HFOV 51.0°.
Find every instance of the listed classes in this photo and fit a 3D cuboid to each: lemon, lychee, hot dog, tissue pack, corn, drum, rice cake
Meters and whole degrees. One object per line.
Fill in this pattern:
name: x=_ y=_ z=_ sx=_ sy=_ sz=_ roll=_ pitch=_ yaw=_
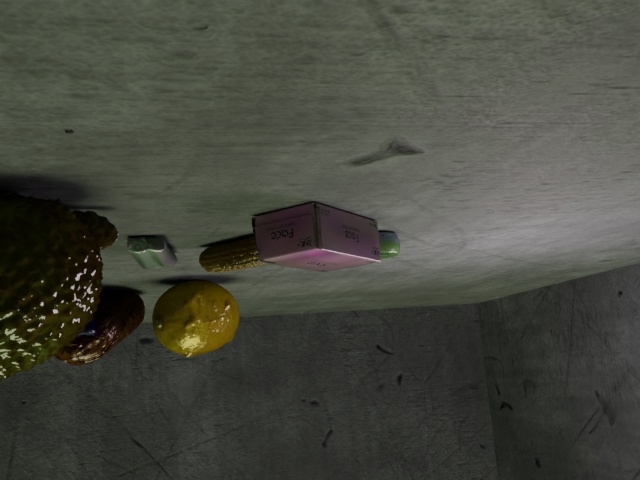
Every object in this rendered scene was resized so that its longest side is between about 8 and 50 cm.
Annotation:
lemon: x=-0.372 y=0.232 z=2.023 sx=0.288 sy=0.233 sz=0.233 roll=3 pitch=167 yaw=-44
lychee: x=-0.453 y=0.058 z=0.993 sx=0.270 sy=0.320 sz=0.270 roll=-1 pitch=143 yaw=-1
hot dog: x=-0.703 y=0.258 z=2.104 sx=0.267 sy=0.174 sz=0.387 roll=-10 pitch=-171 yaw=4
tissue pack: x=0.000 y=0.000 z=1.310 sx=0.148 sy=0.092 sz=0.246 roll=-13 pitch=166 yaw=31
corn: x=-0.182 y=0.032 z=1.473 sx=0.207 sy=0.068 sz=0.068 roll=-13 pitch=166 yaw=34
drum: x=0.096 y=0.027 z=1.604 sx=0.130 sy=0.049 sz=0.253 roll=1 pitch=168 yaw=-25
rice cake: x=-0.361 y=0.029 z=1.453 sx=0.080 sy=0.042 sz=0.222 roll=-2 pitch=168 yaw=-6

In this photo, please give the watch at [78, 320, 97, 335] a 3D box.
watch: x=-0.715 y=0.178 z=1.827 sx=0.196 sy=0.171 sz=0.200 roll=-11 pitch=163 yaw=-33
